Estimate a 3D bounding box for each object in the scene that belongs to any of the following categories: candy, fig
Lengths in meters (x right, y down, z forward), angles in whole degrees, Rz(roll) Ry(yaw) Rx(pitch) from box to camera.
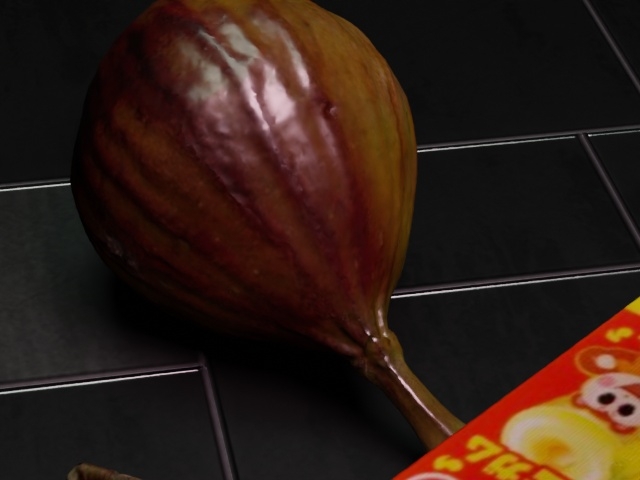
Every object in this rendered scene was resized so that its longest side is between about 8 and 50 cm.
[{"bbox_3d":[0.147,0.139,0.911,0.276,0.088,0.146,-31,44,-30],"label":"candy"},{"bbox_3d":[0.000,0.000,1.030,0.217,0.217,0.321,-27,66,-32],"label":"fig"}]

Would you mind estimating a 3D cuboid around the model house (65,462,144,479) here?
[{"bbox_3d":[-0.068,0.180,0.855,0.165,0.106,0.152,30,18,-24],"label":"model house"}]
